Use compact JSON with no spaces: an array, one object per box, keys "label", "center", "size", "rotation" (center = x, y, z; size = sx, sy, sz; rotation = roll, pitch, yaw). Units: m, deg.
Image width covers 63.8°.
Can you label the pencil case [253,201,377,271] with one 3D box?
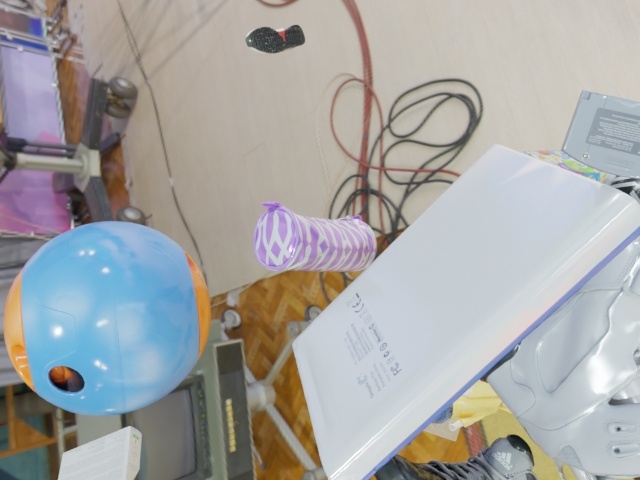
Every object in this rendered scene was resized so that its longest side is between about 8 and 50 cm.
[{"label":"pencil case","center":[0.000,0.000,0.710],"size":[0.086,0.206,0.088],"rotation":[2,89,35]}]

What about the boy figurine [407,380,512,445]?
[{"label":"boy figurine","center":[0.289,0.323,1.002],"size":[0.177,0.285,0.092],"rotation":[89,172,-46]}]

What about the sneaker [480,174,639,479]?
[{"label":"sneaker","center":[0.305,0.083,0.483],"size":[0.366,0.137,0.210],"rotation":[-58,42,33]}]

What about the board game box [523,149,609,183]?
[{"label":"board game box","center":[0.669,-0.148,1.358],"size":[0.142,0.275,0.144],"rotation":[-122,32,-51]}]

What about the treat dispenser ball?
[{"label":"treat dispenser ball","center":[-0.312,0.115,0.779],"size":[0.288,0.288,0.288],"rotation":[1,91,43]}]

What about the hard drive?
[{"label":"hard drive","center":[0.108,0.053,0.495],"size":[0.319,0.040,0.210],"rotation":[-45,23,8]}]

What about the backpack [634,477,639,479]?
[{"label":"backpack","center":[0.589,0.354,0.810],"size":[0.165,0.188,0.144],"rotation":[18,95,0]}]

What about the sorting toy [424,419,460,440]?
[{"label":"sorting toy","center":[0.469,0.634,1.921],"size":[0.038,0.208,0.193],"rotation":[6,71,56]}]

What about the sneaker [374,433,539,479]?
[{"label":"sneaker","center":[0.144,0.230,0.509],"size":[0.132,0.229,0.086],"rotation":[-41,42,-2]}]

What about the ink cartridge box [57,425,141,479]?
[{"label":"ink cartridge box","center":[-0.472,0.530,1.081],"size":[0.181,0.056,0.225],"rotation":[-23,45,8]}]

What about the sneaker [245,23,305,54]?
[{"label":"sneaker","center":[-0.109,-0.425,1.108],"size":[0.075,0.161,0.057],"rotation":[-5,109,46]}]

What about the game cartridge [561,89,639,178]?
[{"label":"game cartridge","center":[0.231,-0.077,0.389],"size":[0.083,0.017,0.056],"rotation":[18,101,12]}]
